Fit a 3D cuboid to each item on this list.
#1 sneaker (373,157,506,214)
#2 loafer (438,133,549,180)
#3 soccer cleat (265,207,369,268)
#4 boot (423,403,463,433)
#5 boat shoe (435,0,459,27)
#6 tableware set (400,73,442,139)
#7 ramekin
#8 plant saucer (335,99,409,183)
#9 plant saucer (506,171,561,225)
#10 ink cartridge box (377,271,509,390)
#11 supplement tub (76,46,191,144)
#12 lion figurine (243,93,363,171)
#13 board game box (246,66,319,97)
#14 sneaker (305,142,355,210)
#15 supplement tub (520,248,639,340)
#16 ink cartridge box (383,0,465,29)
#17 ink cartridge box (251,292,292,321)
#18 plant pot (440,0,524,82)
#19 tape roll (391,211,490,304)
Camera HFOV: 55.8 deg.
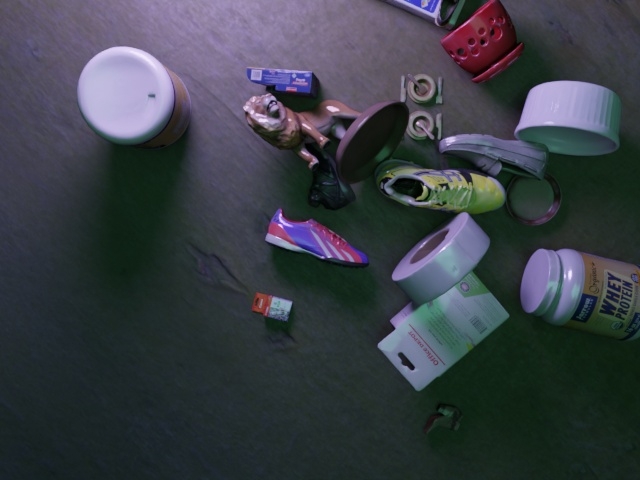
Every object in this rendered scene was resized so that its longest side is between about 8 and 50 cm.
[{"bbox_3d":[0.342,-0.134,1.744,0.384,0.147,0.145,8,116,3],"label":"sneaker"},{"bbox_3d":[0.503,-0.240,1.762,0.319,0.112,0.111,7,84,4],"label":"loafer"},{"bbox_3d":[0.000,0.000,1.792,0.318,0.108,0.116,16,91,0],"label":"soccer cleat"},{"bbox_3d":[0.387,0.569,1.884,0.087,0.042,0.118,30,95,-6],"label":"boot"},{"bbox_3d":[0.366,-0.674,1.693,0.056,0.049,0.152,16,95,-3],"label":"boat shoe"},{"bbox_3d":[0.299,-0.395,1.786,0.128,0.039,0.194,1,96,-1],"label":"tableware set"},{"bbox_3d":[0.696,-0.339,1.687,0.277,0.277,0.135,13,88,-2],"label":"ramekin"},{"bbox_3d":[0.140,-0.279,1.698,0.278,0.278,0.041,-48,66,4],"label":"plant saucer"},{"bbox_3d":[0.638,-0.130,1.823,0.168,0.029,0.168,0,96,-2],"label":"plant saucer"},{"bbox_3d":[0.355,0.256,1.812,0.353,0.119,0.207,-41,95,2],"label":"ink cartridge box"},{"bbox_3d":[-0.484,-0.370,1.632,0.241,0.331,0.241,0,95,-1],"label":"supplement tub"},{"bbox_3d":[-0.016,-0.330,1.707,0.240,0.392,0.142,45,128,23],"label":"lion figurine"},{"bbox_3d":[-0.084,-0.444,1.720,0.194,0.194,0.060,9,99,18],"label":"board game box"},{"bbox_3d":[-0.006,-0.184,1.780,0.130,0.087,0.227,-33,101,-4],"label":"sneaker"},{"bbox_3d":[0.770,0.152,1.754,0.316,0.228,0.228,13,95,-2],"label":"supplement tub"},{"bbox_3d":[0.262,-0.752,1.739,0.332,0.065,0.165,23,96,-5],"label":"ink cartridge box"},{"bbox_3d":[-0.148,0.203,1.845,0.115,0.029,0.063,15,96,-3],"label":"ink cartridge box"},{"bbox_3d":[0.461,-0.552,1.699,0.191,0.191,0.174,-38,98,3],"label":"plant pot"},{"bbox_3d":[0.339,0.050,1.709,0.286,0.286,0.100,-42,95,3],"label":"tape roll"}]
